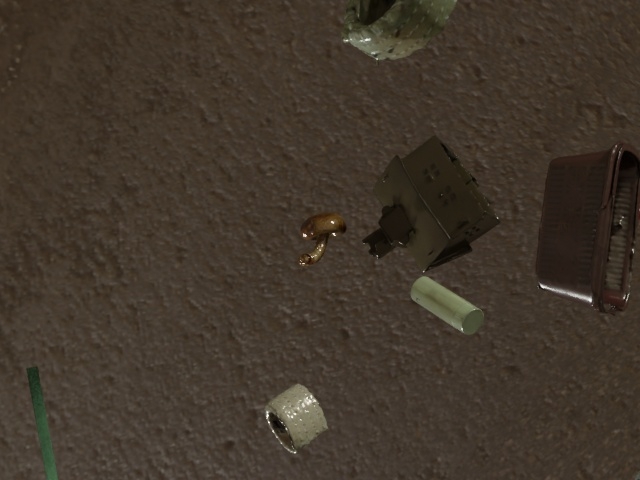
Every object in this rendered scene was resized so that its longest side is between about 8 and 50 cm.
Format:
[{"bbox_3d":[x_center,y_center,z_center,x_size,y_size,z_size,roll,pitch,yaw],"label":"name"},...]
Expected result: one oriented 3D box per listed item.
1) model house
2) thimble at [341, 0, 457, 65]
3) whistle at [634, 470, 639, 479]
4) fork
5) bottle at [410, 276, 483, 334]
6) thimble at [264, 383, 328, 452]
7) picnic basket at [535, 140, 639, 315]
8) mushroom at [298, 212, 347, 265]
[{"bbox_3d":[0.202,-0.045,1.520,0.243,0.204,0.211,-37,65,17],"label":"model house"},{"bbox_3d":[0.072,-0.219,0.722,0.110,0.062,0.084,-48,44,25],"label":"thimble"},{"bbox_3d":[0.689,0.536,1.559,0.189,0.347,0.189,-12,73,46],"label":"whistle"},{"bbox_3d":[-0.259,0.230,0.748,0.021,0.039,0.235,-156,59,-67],"label":"fork"},{"bbox_3d":[0.308,0.158,1.888,0.201,0.072,0.072,34,110,52],"label":"bottle"},{"bbox_3d":[-0.052,0.358,1.544,0.115,0.090,0.102,53,150,12],"label":"thimble"},{"bbox_3d":[0.474,-0.024,1.355,0.129,0.222,0.297,7,90,36],"label":"picnic basket"},{"bbox_3d":[-0.005,-0.010,1.450,0.088,0.129,0.073,-11,119,50],"label":"mushroom"}]
